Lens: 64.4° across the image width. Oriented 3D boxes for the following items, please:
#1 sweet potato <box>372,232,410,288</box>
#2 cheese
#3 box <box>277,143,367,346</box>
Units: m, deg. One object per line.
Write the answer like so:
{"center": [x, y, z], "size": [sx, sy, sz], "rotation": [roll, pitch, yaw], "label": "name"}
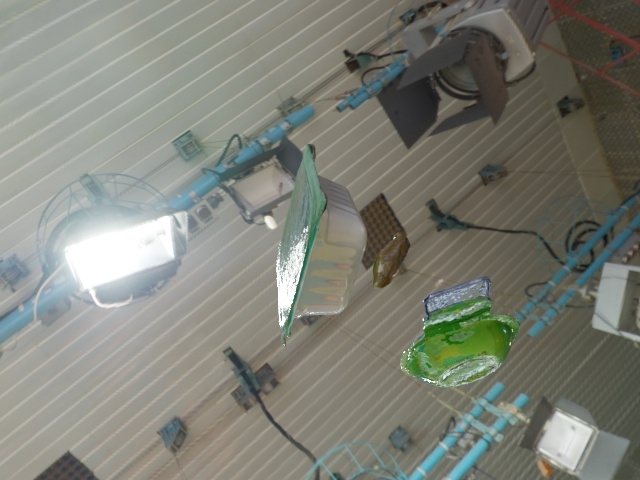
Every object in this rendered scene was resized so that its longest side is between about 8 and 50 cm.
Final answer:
{"center": [0.105, 0.021, 0.736], "size": [0.038, 0.041, 0.153], "rotation": [61, -147, -17], "label": "sweet potato"}
{"center": [0.218, 0.151, 0.796], "size": [0.204, 0.083, 0.320], "rotation": [-18, -39, 3], "label": "cheese"}
{"center": [0.000, 0.000, 0.898], "size": [0.106, 0.336, 0.264], "rotation": [10, -67, -11], "label": "box"}
